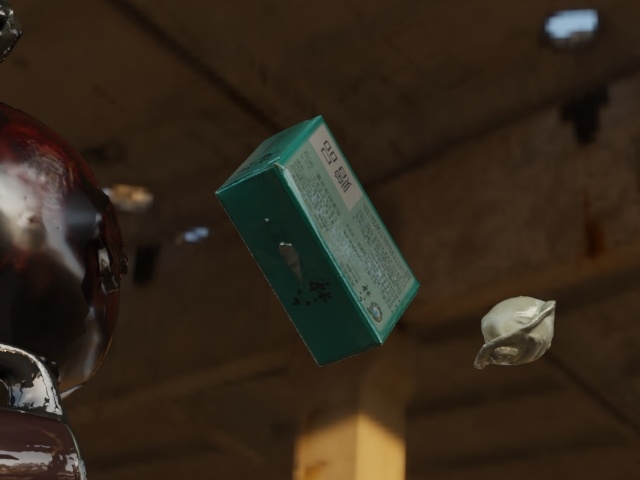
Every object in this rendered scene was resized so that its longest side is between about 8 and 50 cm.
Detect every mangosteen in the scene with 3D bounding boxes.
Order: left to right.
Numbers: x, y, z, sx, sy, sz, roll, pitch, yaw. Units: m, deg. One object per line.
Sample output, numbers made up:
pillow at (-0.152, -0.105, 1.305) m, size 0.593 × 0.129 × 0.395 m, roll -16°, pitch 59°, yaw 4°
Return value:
mangosteen at (-0.419, 0.054, 2.065) m, size 0.421 × 0.381 × 0.381 m, roll -38°, pitch -38°, yaw -2°

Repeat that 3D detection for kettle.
kettle at (-0.296, 0.169, 1.375) m, size 0.232 × 0.202 × 0.144 m, roll 1°, pitch -32°, yaw -30°

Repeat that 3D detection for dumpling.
dumpling at (0.142, 0.073, 1.354) m, size 0.076 × 0.057 × 0.052 m, roll 0°, pitch -45°, yaw 45°

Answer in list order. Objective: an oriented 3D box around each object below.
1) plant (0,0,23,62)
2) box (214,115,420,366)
plant at (-0.353, -0.186, 1.579) m, size 0.164 × 0.142 × 0.256 m, roll -15°, pitch -46°, yaw -47°
box at (0.000, 0.000, 2.113) m, size 0.092 × 0.153 × 0.245 m, roll -22°, pitch -75°, yaw 29°
